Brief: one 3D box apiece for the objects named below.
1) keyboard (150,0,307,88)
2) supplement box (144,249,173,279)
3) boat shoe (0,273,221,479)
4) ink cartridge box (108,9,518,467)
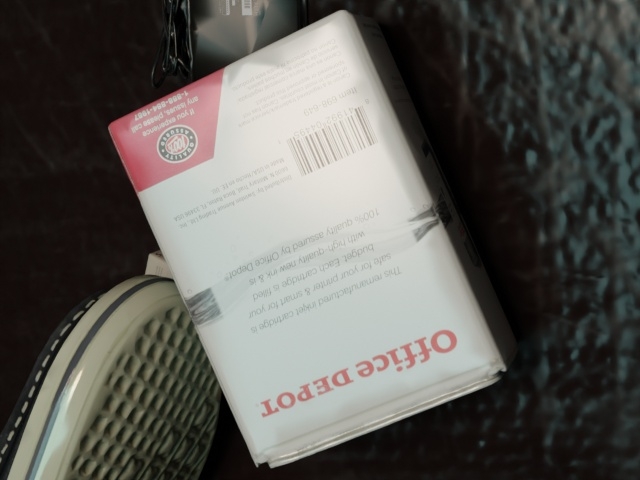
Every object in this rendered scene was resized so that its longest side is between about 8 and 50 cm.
[{"bbox_3d":[-0.057,-0.158,0.777,0.100,0.038,0.192,0,103,5],"label":"keyboard"},{"bbox_3d":[-0.072,0.050,0.828,0.098,0.036,0.062,26,115,20],"label":"supplement box"},{"bbox_3d":[-0.208,0.207,0.853,0.156,0.187,0.500,39,128,18],"label":"boat shoe"},{"bbox_3d":[0.000,0.000,0.724,0.158,0.092,0.218,-23,89,16],"label":"ink cartridge box"}]
